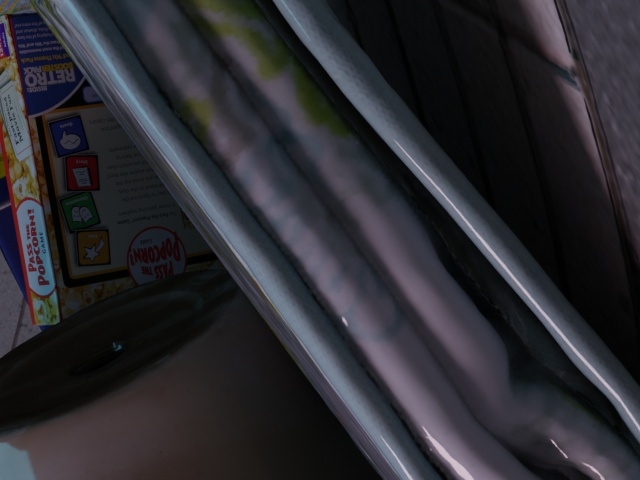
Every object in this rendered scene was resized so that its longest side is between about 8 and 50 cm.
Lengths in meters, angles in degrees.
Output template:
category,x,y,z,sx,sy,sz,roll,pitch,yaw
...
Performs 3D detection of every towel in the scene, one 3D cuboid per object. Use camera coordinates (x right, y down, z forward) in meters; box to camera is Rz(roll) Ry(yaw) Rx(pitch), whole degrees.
category,x,y,z,sx,sy,sz,roll,pitch,yaw
towel,0.007,-0.003,0.751,0.374,0.090,0.320,54,177,-11

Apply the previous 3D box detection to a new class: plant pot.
category,x,y,z,sx,sy,sz,roll,pitch,yaw
plant pot,-0.074,0.182,1.071,0.280,0.323,0.323,65,171,-15

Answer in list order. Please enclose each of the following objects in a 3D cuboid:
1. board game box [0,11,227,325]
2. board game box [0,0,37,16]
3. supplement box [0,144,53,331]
category,x,y,z,sx,sy,sz,roll,pitch,yaw
board game box,-0.127,-0.053,1.173,0.045,0.147,0.193,-7,93,56
board game box,-0.191,-0.180,1.324,0.026,0.154,0.103,53,165,51
supplement box,-0.240,-0.135,1.604,0.356,0.195,0.194,58,169,32
